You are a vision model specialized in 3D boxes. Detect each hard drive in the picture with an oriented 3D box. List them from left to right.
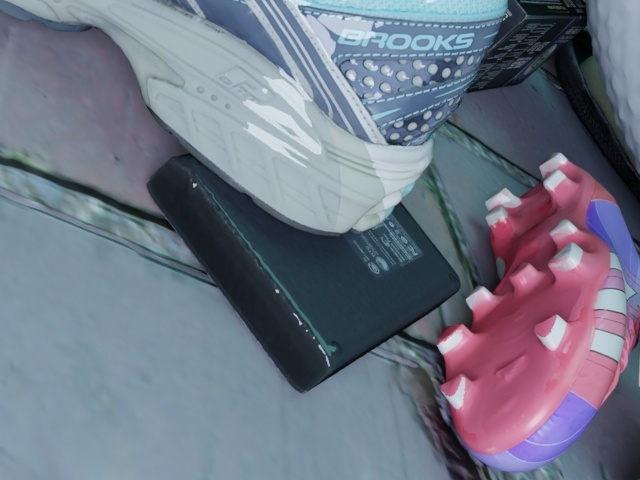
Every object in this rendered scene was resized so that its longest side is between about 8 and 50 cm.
[{"bbox_3d":[0.000,0.000,0.465,0.094,0.022,0.135,53,26,8],"label":"hard drive"}]

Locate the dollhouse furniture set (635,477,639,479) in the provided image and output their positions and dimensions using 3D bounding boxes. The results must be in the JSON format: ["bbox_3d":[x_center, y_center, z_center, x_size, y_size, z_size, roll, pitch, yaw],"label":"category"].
[{"bbox_3d":[0.287,0.193,0.486,0.301,0.197,0.151,62,12,19],"label":"dollhouse furniture set"}]

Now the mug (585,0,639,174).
[{"bbox_3d":[0.368,-0.131,0.742,0.328,0.374,0.276,59,10,7],"label":"mug"}]

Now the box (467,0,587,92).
[{"bbox_3d":[0.091,-0.179,0.783,0.147,0.077,0.180,53,26,8],"label":"box"}]

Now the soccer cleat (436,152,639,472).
[{"bbox_3d":[0.115,0.037,0.534,0.095,0.083,0.248,49,23,-10],"label":"soccer cleat"}]

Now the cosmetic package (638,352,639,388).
[{"bbox_3d":[0.187,0.059,0.568,0.115,0.060,0.041,35,61,-71],"label":"cosmetic package"}]

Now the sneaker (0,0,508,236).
[{"bbox_3d":[-0.059,-0.131,0.415,0.283,0.122,0.110,34,25,-9],"label":"sneaker"}]

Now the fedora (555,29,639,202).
[{"bbox_3d":[0.355,-0.088,0.986,0.334,0.152,0.334,36,29,-24],"label":"fedora"}]
